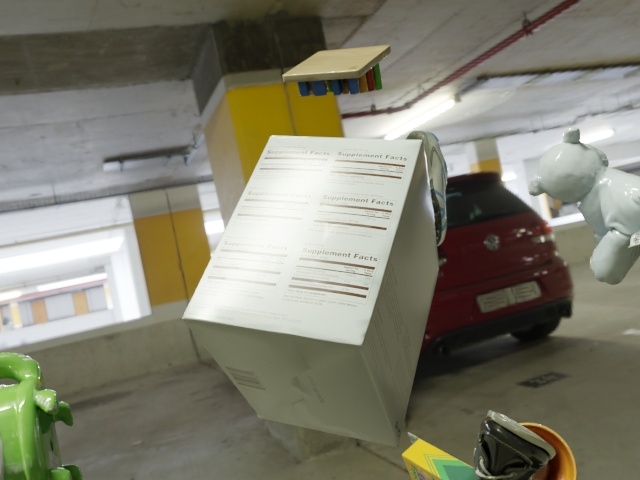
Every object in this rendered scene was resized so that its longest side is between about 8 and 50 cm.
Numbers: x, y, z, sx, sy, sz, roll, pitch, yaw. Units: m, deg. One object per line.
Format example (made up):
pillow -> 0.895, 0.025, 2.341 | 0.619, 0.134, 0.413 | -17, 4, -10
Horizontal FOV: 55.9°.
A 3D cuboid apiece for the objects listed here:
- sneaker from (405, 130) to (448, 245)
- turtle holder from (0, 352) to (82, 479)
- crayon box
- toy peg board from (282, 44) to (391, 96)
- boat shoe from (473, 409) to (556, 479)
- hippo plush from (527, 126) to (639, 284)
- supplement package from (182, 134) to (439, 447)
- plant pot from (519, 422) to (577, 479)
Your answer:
sneaker -> 0.222, -0.104, 1.196 | 0.086, 0.237, 0.085 | 1, -11, -35
turtle holder -> -0.568, 0.357, 1.066 | 0.227, 0.320, 0.243 | -12, 5, -18
crayon box -> 0.360, 0.703, 1.718 | 0.083, 0.203, 0.323 | -32, 22, -25
toy peg board -> 0.039, -0.313, 1.172 | 0.161, 0.079, 0.161 | 4, 34, 29
boat shoe -> 0.222, 0.262, 0.716 | 0.084, 0.079, 0.233 | 27, -19, 26
hippo plush -> 0.512, -0.068, 1.141 | 0.236, 0.234, 0.294 | 34, 26, 26
supplement package -> 0.011, 0.044, 0.550 | 0.149, 0.203, 0.194 | 6, -37, 21
plant pot -> 0.525, 0.569, 1.524 | 0.205, 0.205, 0.188 | -12, -20, 11
